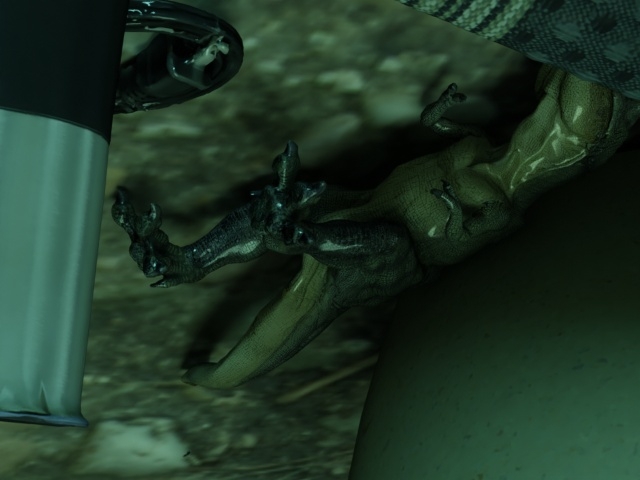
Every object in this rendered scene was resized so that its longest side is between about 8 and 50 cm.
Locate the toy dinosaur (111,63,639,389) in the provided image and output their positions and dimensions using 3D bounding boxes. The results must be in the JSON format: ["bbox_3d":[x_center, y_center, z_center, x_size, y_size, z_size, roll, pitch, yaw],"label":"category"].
[{"bbox_3d":[0.000,0.000,0.656,0.118,0.064,0.268,10,145,-45],"label":"toy dinosaur"}]

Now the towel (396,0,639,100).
[{"bbox_3d":[0.180,-0.139,0.453,0.312,0.056,0.324,20,136,-18],"label":"towel"}]

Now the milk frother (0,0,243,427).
[{"bbox_3d":[-0.081,-0.014,0.523,0.143,0.134,0.129,10,172,-29],"label":"milk frother"}]

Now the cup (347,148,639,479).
[{"bbox_3d":[0.140,0.106,0.701,0.331,0.237,0.331,-12,150,-7],"label":"cup"}]
